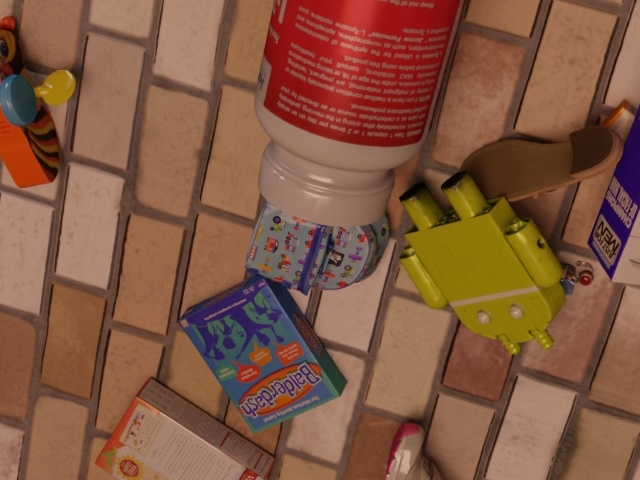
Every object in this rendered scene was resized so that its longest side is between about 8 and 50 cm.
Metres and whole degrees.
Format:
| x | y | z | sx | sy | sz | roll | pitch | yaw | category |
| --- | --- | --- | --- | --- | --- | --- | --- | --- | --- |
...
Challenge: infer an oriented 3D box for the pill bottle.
| x | y | z | sx | sy | sz | roll | pitch | yaw | category |
| --- | --- | --- | --- | --- | --- | --- | --- | --- | --- |
| 0.046 | -0.234 | 1.782 | 0.229 | 0.229 | 0.407 | 18 | 116 | 7 | pill bottle |

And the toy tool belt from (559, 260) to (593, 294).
| x | y | z | sx | sy | sz | roll | pitch | yaw | category |
| --- | --- | --- | --- | --- | --- | --- | --- | --- | --- |
| 0.323 | 0.053 | 1.931 | 0.083 | 0.051 | 0.052 | 12 | 116 | 10 | toy tool belt |

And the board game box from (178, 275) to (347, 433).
| x | y | z | sx | sy | sz | roll | pitch | yaw | category |
| --- | --- | --- | --- | --- | --- | --- | --- | --- | --- |
| -0.084 | 0.162 | 2.095 | 0.160 | 0.047 | 0.210 | -27 | 105 | 24 | board game box |

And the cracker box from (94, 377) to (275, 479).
| x | y | z | sx | sy | sz | roll | pitch | yaw | category |
| --- | --- | --- | --- | --- | --- | --- | --- | --- | --- |
| -0.207 | 0.337 | 2.196 | 0.232 | 0.067 | 0.155 | 34 | 118 | 0 | cracker box |

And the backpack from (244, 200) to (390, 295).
| x | y | z | sx | sy | sz | roll | pitch | yaw | category |
| --- | --- | --- | --- | --- | --- | --- | --- | --- | --- |
| 0.000 | 0.000 | 1.963 | 0.173 | 0.117 | 0.158 | 25 | 118 | 1 | backpack |

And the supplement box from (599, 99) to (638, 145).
| x | y | z | sx | sy | sz | roll | pitch | yaw | category |
| --- | --- | --- | --- | --- | --- | --- | --- | --- | --- |
| 0.404 | -0.124 | 1.839 | 0.098 | 0.036 | 0.062 | 39 | 116 | -4 | supplement box |

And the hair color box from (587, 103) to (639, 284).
| x | y | z | sx | sy | sz | roll | pitch | yaw | category |
| --- | --- | --- | --- | --- | --- | --- | --- | --- | --- |
| 0.475 | -0.104 | 1.757 | 0.185 | 0.110 | 0.339 | 8 | 116 | -16 | hair color box |

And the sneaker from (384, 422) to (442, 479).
| x | y | z | sx | sy | sz | roll | pitch | yaw | category |
| --- | --- | --- | --- | --- | --- | --- | --- | --- | --- |
| 0.152 | 0.374 | 2.102 | 0.111 | 0.103 | 0.252 | 2 | 120 | 10 | sneaker |

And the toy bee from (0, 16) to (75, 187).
| x | y | z | sx | sy | sz | roll | pitch | yaw | category |
| --- | --- | --- | --- | --- | --- | --- | --- | --- | --- |
| -0.431 | -0.223 | 1.982 | 0.195 | 0.162 | 0.298 | 6 | 140 | 4 | toy bee |

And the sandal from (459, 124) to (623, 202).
| x | y | z | sx | sy | sz | roll | pitch | yaw | category |
| --- | --- | --- | --- | --- | --- | --- | --- | --- | --- |
| 0.297 | -0.087 | 1.860 | 0.240 | 0.088 | 0.079 | -12 | 153 | 42 | sandal |

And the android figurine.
| x | y | z | sx | sy | sz | roll | pitch | yaw | category |
| --- | --- | --- | --- | --- | --- | --- | --- | --- | --- |
| 0.217 | 0.037 | 1.911 | 0.248 | 0.056 | 0.273 | -13 | 115 | 50 | android figurine |
